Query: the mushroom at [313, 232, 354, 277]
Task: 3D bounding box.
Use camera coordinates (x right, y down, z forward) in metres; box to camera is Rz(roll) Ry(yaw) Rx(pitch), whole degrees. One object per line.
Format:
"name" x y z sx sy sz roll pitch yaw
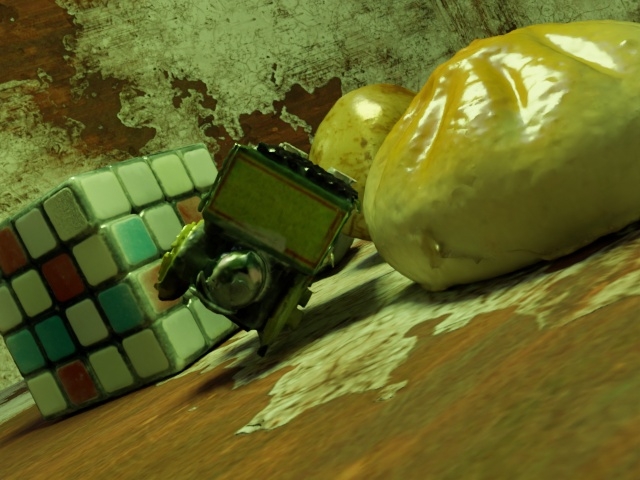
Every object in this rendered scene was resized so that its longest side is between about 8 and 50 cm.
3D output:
"mushroom" 0.002 -0.001 1.156 0.109 0.097 0.351 -24 -1 6

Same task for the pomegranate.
"pomegranate" 0.094 -0.101 0.909 0.215 0.215 0.215 -26 3 2

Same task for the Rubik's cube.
"Rubik's cube" -0.255 0.047 0.941 0.256 0.253 0.259 -24 5 30

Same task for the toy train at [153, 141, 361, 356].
"toy train" -0.053 -0.002 0.684 0.177 0.134 0.261 -61 0 7

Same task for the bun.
"bun" 0.159 -0.086 0.569 0.299 0.164 0.299 -28 3 1
